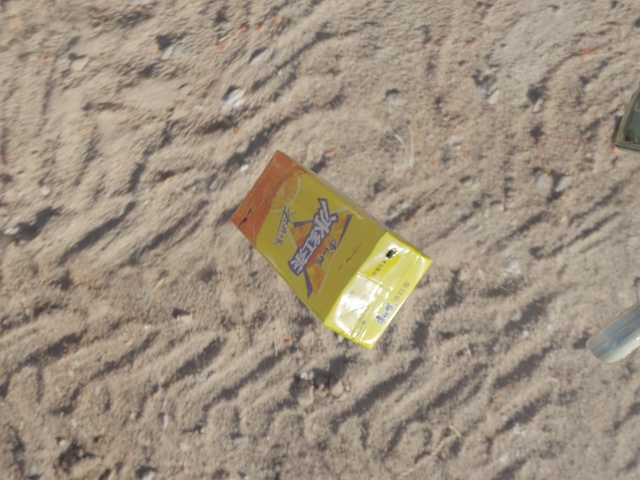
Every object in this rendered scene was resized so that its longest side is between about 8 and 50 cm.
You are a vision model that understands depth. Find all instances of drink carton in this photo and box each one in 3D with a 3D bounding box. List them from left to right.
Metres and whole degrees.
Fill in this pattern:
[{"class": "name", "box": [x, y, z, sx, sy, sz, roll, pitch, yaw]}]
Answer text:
[{"class": "drink carton", "box": [0.000, 0.000, 1.048, 0.111, 0.351, 0.154, 30, 97, -37]}]

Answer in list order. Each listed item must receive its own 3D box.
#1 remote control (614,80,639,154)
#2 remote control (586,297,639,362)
[{"class": "remote control", "box": [0.589, -0.162, 1.034, 0.038, 0.285, 0.123, 18, 93, -48]}, {"class": "remote control", "box": [0.382, 0.068, 0.758, 0.222, 0.042, 0.078, -26, 154, -18]}]
